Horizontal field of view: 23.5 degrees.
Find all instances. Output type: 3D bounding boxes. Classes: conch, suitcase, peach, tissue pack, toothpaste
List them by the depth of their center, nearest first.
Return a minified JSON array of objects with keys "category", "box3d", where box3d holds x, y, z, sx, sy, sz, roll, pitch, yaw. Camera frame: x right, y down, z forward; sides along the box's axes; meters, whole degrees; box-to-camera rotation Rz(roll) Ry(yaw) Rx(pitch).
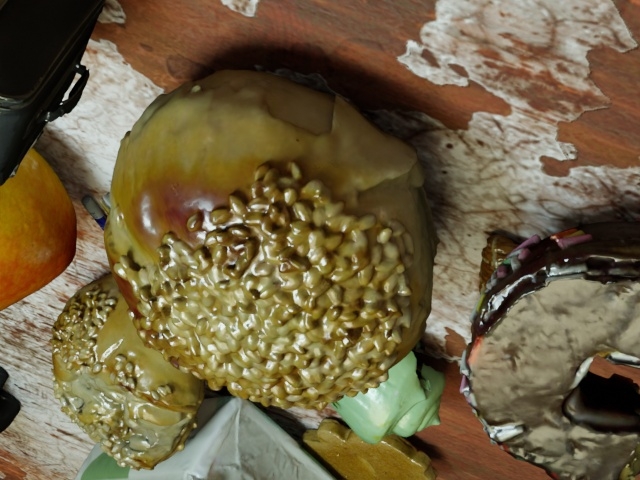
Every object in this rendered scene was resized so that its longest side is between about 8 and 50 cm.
[{"category":"suitcase","box3d":[-0.432,-0.246,1.531,0.434,0.283,0.194,28,131,-5]},{"category":"peach","box3d":[-0.464,-0.025,1.897,0.308,0.289,0.289,29,150,5]},{"category":"conch","box3d":[0.056,0.154,1.981,0.251,0.137,0.143,50,173,-6]},{"category":"toothpaste","box3d":[-0.289,-0.030,2.018,0.024,0.015,0.083,17,155,28]},{"category":"tissue pack","box3d":[-0.172,0.380,2.377,0.266,0.194,0.356,45,148,-24]}]

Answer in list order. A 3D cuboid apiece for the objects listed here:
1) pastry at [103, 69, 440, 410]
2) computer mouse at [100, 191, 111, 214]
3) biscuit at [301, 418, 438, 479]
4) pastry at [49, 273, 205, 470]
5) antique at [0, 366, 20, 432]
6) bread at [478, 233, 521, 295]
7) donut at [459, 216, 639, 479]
[{"category":"pastry","box3d":[-0.057,0.013,1.656,0.409,0.245,0.410,12,136,12]},{"category":"computer mouse","box3d":[-0.168,0.011,1.923,0.245,0.056,0.126,27,177,-3]},{"category":"biscuit","box3d":[0.072,0.315,2.271,0.166,0.036,0.225,46,147,-21]},{"category":"pastry","box3d":[-0.279,0.195,2.154,0.255,0.162,0.311,43,145,21]},{"category":"antique","box3d":[-0.660,0.292,2.551,0.322,0.255,0.185,41,148,-21]},{"category":"bread","box3d":[0.235,0.086,1.767,0.105,0.076,0.233,-2,139,35]},{"category":"donut","box3d":[0.284,0.111,1.634,0.259,0.136,0.345,23,128,0]}]
